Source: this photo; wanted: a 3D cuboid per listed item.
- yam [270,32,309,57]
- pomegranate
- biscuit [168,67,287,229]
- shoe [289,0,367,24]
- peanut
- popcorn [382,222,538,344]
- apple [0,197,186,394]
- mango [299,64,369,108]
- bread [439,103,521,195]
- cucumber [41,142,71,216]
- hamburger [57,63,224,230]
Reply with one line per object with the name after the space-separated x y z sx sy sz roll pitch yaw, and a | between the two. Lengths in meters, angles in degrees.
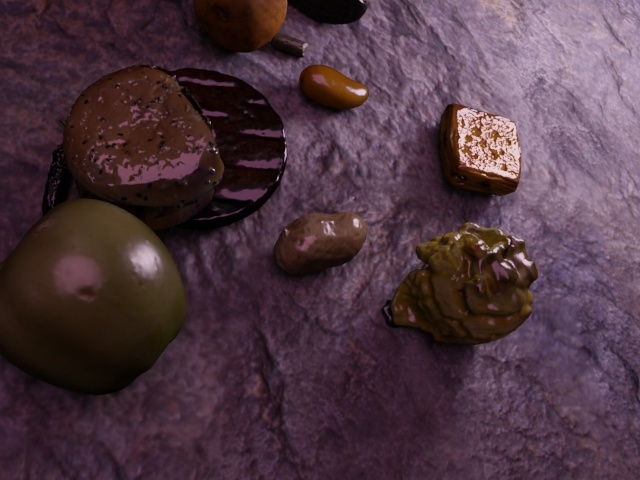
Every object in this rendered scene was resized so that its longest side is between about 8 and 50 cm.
-0.079 -0.503 1.787 0.094 0.043 0.043 19 63 -5 | yam
-0.189 -0.584 1.686 0.248 0.248 0.248 6 66 -13 | pomegranate
-0.279 -0.206 1.578 0.408 0.091 0.407 4 67 -10 | biscuit
-0.015 -0.706 1.858 0.337 0.132 0.171 27 53 1 | shoe
0.000 0.000 1.543 0.224 0.129 0.129 -14 72 -27 | peanut
0.327 0.092 1.533 0.293 0.237 0.292 6 69 -16 | popcorn
-0.416 0.102 1.260 0.358 0.357 0.357 6 66 -13 | apple
0.034 -0.379 1.744 0.184 0.085 0.102 17 59 -19 | mango
0.402 -0.226 1.773 0.211 0.099 0.235 12 59 -13 | bread
-0.561 -0.119 1.482 0.053 0.053 0.181 8 66 -12 | cucumber
-0.366 -0.172 1.393 0.277 0.195 0.318 -32 75 -24 | hamburger
